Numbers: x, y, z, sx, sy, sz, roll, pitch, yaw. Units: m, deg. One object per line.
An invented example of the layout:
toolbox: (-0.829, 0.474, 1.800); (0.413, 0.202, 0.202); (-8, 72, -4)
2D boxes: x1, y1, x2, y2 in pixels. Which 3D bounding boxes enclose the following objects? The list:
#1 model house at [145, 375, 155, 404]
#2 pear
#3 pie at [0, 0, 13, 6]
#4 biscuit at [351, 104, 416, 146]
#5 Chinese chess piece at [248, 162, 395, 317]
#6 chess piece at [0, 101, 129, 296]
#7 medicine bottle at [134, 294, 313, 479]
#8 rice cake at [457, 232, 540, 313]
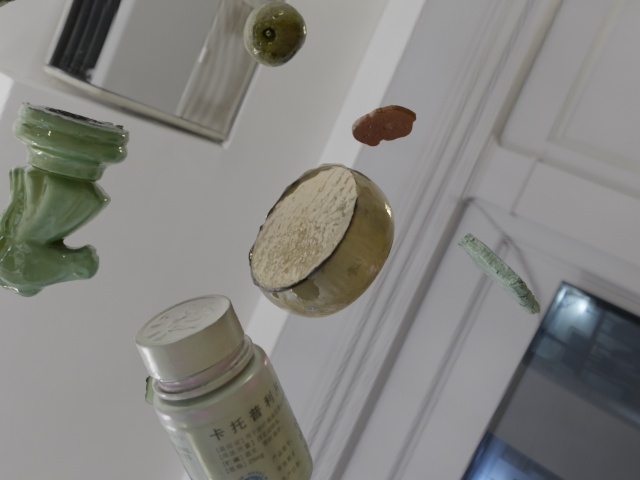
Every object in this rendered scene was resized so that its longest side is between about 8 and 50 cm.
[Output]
model house: (-0.252, 0.251, 1.265); (0.083, 0.066, 0.079); (24, -113, -39)
pear: (-0.075, -0.342, 1.206); (0.131, 0.107, 0.107); (-91, 14, -69)
pie: (-0.518, -0.348, 1.067); (0.186, 0.186, 0.041); (-33, -66, -35)
biscuit: (0.123, -0.224, 1.416); (0.102, 0.130, 0.019); (31, -131, -49)
Chinese chess piece: (0.000, 0.000, 1.182); (0.104, 0.257, 0.257); (36, -96, -33)
chess piece: (-0.410, -0.050, 1.126); (0.175, 0.175, 0.298); (7, -77, -54)
medicine bottle: (-0.132, 0.229, 1.003); (0.170, 0.170, 0.293); (-34, -67, -34)
rice cake: (0.369, 0.069, 1.498); (0.038, 0.211, 0.124); (-42, -49, 3)
